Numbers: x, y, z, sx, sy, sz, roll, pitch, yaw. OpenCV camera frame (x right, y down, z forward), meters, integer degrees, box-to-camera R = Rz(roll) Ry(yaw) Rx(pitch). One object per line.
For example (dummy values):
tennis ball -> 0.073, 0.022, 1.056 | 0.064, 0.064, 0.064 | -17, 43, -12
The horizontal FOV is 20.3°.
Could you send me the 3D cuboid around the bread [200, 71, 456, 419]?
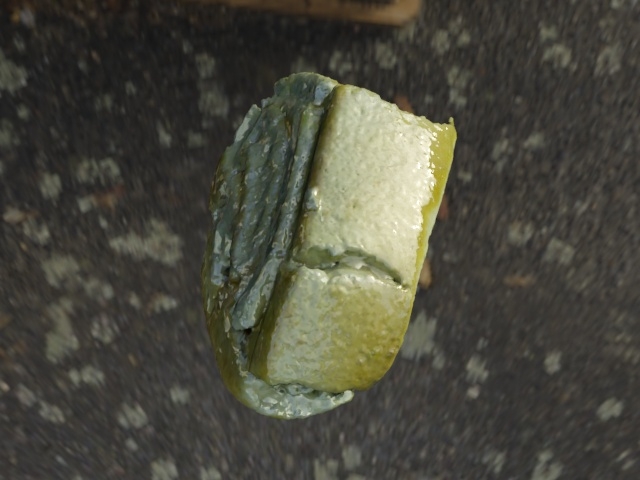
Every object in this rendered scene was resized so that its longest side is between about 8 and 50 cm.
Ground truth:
bread -> 0.000, 0.000, 1.295 | 0.124, 0.186, 0.257 | 22, 57, -23
